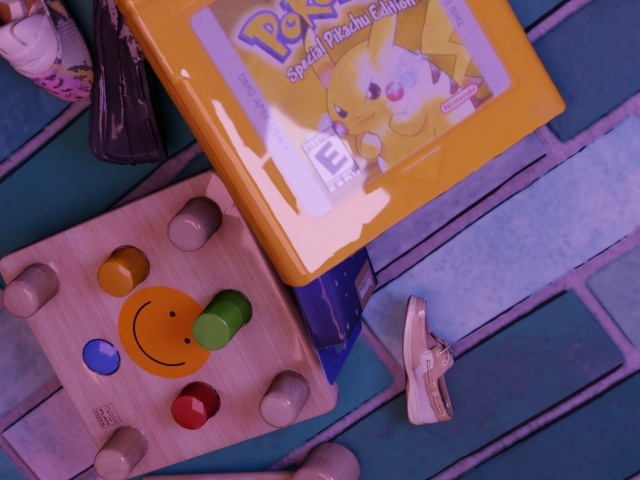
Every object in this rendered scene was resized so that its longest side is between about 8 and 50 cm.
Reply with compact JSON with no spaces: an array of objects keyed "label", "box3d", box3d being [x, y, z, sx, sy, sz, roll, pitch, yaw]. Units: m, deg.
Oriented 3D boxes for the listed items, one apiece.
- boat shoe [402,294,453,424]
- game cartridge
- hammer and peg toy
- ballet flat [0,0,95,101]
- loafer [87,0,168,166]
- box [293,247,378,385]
[{"label":"boat shoe","box3d":[0.101,0.111,1.272,0.045,0.050,0.135,0,120,11]},{"label":"game cartridge","box3d":[0.010,-0.171,1.098,0.285,0.053,0.323,-34,102,-15]},{"label":"hammer and peg toy","box3d":[-0.126,0.134,1.294,0.266,0.127,0.361,-20,104,21]},{"label":"ballet flat","box3d":[-0.277,-0.218,1.226,0.077,0.079,0.221,-17,105,22]},{"label":"loafer","box3d":[-0.163,-0.175,1.221,0.078,0.076,0.223,4,111,-2]},{"label":"box","box3d":[0.000,0.000,1.205,0.037,0.136,0.225,-14,107,19]}]
